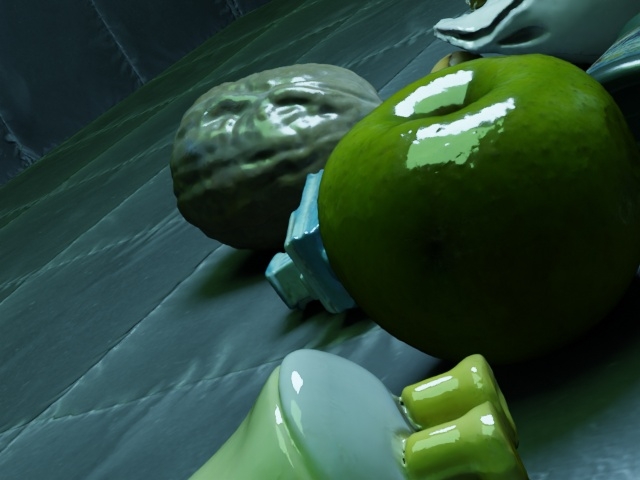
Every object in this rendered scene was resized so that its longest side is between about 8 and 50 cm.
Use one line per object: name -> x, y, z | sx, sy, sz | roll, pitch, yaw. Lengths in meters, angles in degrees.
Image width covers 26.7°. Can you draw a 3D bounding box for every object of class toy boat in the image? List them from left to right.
toy boat -> 0.000, 0.000, 1.056 | 0.102, 0.088, 0.215 | -30, 15, 16

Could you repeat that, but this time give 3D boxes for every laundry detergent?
laundry detergent -> 0.272, -0.137, 1.021 | 0.144, 0.078, 0.221 | -16, 17, 37

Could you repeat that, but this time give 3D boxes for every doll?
doll -> -0.042, 0.150, 0.602 | 0.296, 0.117, 0.141 | -40, 18, 15

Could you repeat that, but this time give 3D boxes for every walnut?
walnut -> -0.032, -0.079, 1.251 | 0.230, 0.178, 0.178 | -18, 18, 26

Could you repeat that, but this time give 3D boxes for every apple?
apple -> 0.096, -0.016, 0.776 | 0.196, 0.157, 0.196 | -27, 15, 8

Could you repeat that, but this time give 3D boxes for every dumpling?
dumpling -> 0.287, -0.268, 1.256 | 0.341, 0.181, 0.260 | -48, -1, 18

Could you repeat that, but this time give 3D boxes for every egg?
egg -> 0.139, -0.146, 1.324 | 0.071, 0.071, 0.083 | -23, 28, 25

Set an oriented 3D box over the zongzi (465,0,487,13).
zongzi -> 0.280, -0.305, 1.602 | 0.184, 0.084, 0.187 | -18, 7, -14
